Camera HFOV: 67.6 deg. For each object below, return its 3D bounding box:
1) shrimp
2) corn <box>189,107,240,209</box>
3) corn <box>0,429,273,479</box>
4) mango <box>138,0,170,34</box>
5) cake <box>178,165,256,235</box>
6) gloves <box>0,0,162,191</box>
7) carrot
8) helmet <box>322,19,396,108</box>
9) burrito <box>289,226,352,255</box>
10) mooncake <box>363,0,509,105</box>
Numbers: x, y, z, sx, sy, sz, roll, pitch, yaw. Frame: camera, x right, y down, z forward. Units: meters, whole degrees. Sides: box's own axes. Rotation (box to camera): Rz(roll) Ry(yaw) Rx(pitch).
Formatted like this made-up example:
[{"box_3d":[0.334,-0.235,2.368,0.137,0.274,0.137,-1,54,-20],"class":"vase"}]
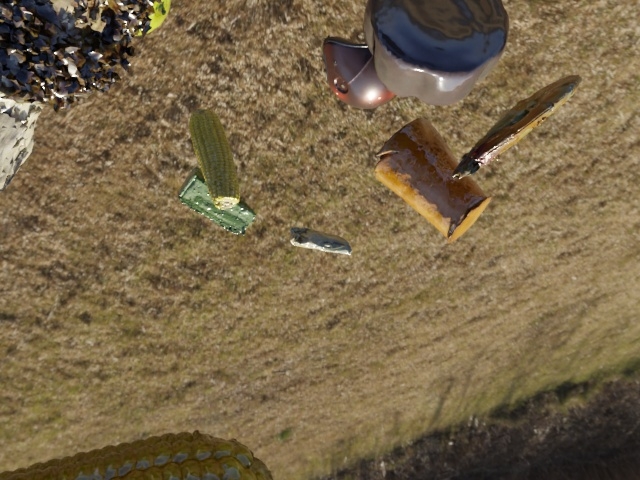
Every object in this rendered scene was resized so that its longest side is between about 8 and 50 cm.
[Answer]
[{"box_3d":[0.382,-0.219,0.949,0.062,0.154,0.294,45,112,-2],"class":"shrimp"},{"box_3d":[-0.201,-0.159,0.905,0.068,0.206,0.067,-17,166,-4],"class":"corn"},{"box_3d":[-0.200,0.208,0.301,0.364,0.120,0.120,-6,128,-24],"class":"corn"},{"box_3d":[-0.450,-0.543,0.882,0.382,0.225,0.201,37,82,-18],"class":"mango"},{"box_3d":[-0.306,-0.117,1.425,0.235,0.099,0.100,33,104,-32],"class":"cake"},{"box_3d":[-0.223,-0.188,0.325,0.312,0.135,0.210,-42,105,1],"class":"gloves"},{"box_3d":[0.277,-0.143,1.141,0.196,0.254,0.196,-34,155,-18],"class":"carrot"},{"box_3d":[0.108,-0.399,1.076,0.193,0.189,0.216,54,151,-13],"class":"helmet"},{"box_3d":[0.000,0.000,1.105,0.149,0.055,0.041,10,135,-7],"class":"burrito"},{"box_3d":[0.193,-0.354,0.820,0.245,0.244,0.133,-7,168,-2],"class":"mooncake"}]
